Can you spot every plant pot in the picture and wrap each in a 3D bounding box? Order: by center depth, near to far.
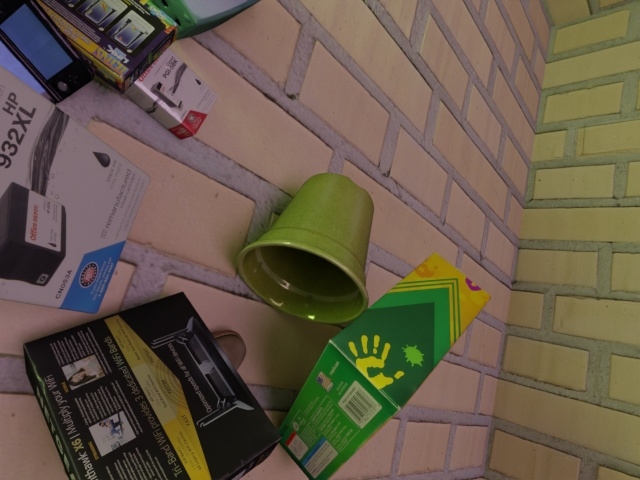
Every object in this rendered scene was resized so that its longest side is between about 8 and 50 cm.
[{"bbox_3d":[-0.193,-0.475,0.715,0.234,0.165,0.165,-50,125,-23],"label":"plant pot"},{"bbox_3d":[0.000,0.000,0.876,0.276,0.276,0.254,51,46,-34],"label":"plant pot"}]

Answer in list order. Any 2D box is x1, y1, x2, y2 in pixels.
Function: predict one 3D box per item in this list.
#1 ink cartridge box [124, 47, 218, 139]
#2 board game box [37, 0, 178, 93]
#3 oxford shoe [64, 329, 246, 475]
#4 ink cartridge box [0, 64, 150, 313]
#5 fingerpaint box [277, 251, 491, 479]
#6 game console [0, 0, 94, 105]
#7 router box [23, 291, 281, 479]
[{"bbox_3d":[-0.265,-0.263,0.714,0.135,0.056,0.099,40,64,-39],"label":"ink cartridge box"},{"bbox_3d":[-0.330,-0.332,0.611,0.170,0.048,0.141,37,67,-16],"label":"board game box"},{"bbox_3d":[-0.244,0.293,0.703,0.348,0.130,0.123,-41,120,-37],"label":"oxford shoe"},{"bbox_3d":[-0.371,-0.052,0.466,0.307,0.129,0.223,57,48,-70],"label":"ink cartridge box"},{"bbox_3d":[0.121,0.285,0.892,0.371,0.163,0.445,-30,153,-40],"label":"fingerpaint box"},{"bbox_3d":[-0.414,-0.248,0.546,0.144,0.124,0.085,57,28,-31],"label":"game console"},{"bbox_3d":[-0.245,0.242,0.595,0.243,0.309,0.081,-16,144,-44],"label":"router box"}]
